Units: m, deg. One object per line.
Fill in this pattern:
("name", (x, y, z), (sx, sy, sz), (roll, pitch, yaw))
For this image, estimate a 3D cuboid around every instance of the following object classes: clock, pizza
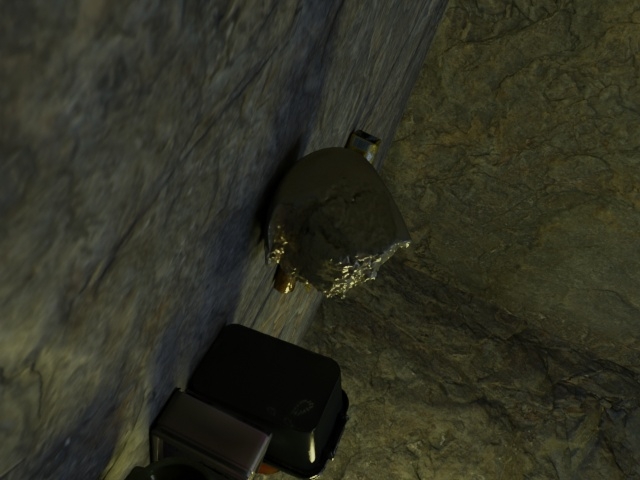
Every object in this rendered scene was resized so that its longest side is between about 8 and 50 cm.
("clock", (-0.156, 0.300, 0.801), (0.192, 0.147, 0.071), (110, 7, -49))
("pizza", (-0.024, -0.005, 1.172), (0.246, 0.058, 0.127), (-61, 175, -13))

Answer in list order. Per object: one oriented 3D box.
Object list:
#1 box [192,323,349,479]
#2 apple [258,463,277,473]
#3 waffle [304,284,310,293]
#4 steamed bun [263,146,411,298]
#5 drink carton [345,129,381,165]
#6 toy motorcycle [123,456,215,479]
("box", (-0.079, 0.237, 0.875), (0.135, 0.243, 0.163), (90, 24, -48))
("apple", (-0.171, 0.611, 1.762), (0.230, 0.230, 0.230), (25, 90, -85))
("waffle", (-0.038, 0.133, 1.809), (0.125, 0.032, 0.191), (-60, 172, -54))
("steamed bun", (0.000, 0.000, 0.819), (0.170, 0.200, 0.225), (-18, 155, -22))
("drink carton", (0.072, -0.156, 1.349), (0.084, 0.074, 0.200), (-54, 167, -63))
("toy motorcycle", (-0.197, 0.353, 0.531), (0.410, 0.168, 0.237), (-1, 114, -84))
